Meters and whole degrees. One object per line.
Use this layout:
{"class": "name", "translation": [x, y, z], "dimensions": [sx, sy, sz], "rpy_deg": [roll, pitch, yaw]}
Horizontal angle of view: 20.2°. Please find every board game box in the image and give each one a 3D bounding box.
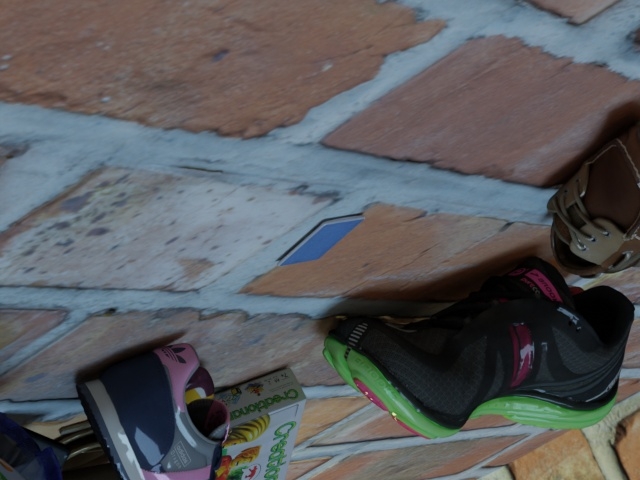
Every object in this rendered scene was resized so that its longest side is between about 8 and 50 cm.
{"class": "board game box", "translation": [-0.131, 0.277, 2.163], "dimensions": [0.193, 0.053, 0.305], "rpy_deg": [-19, 151, -21]}

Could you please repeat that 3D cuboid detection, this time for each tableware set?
{"class": "tableware set", "translation": [-0.303, 0.245, 1.936], "dimensions": [0.194, 0.039, 0.128], "rpy_deg": [-14, 161, -33]}

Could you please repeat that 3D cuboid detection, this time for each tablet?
{"class": "tablet", "translation": [0.000, 0.000, 1.671], "dimensions": [0.054, 0.006, 0.083], "rpy_deg": [-10, 157, -42]}

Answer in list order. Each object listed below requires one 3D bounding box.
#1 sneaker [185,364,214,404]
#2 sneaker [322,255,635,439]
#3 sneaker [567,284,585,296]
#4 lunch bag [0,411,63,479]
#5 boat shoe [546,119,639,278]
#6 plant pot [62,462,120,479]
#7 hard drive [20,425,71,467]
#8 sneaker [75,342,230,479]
{"class": "sneaker", "translation": [-0.137, 0.211, 1.926], "dimensions": [0.069, 0.084, 0.185], "rpy_deg": [-18, 142, -23]}
{"class": "sneaker", "translation": [0.188, 0.108, 2.076], "dimensions": [0.483, 0.185, 0.202], "rpy_deg": [1, 118, -47]}
{"class": "sneaker", "translation": [0.258, 0.120, 2.330], "dimensions": [0.225, 0.088, 0.093], "rpy_deg": [-37, -178, 33]}
{"class": "lunch bag", "translation": [-0.378, 0.287, 1.485], "dimensions": [0.328, 0.239, 0.385], "rpy_deg": [-47, 177, -1]}
{"class": "boat shoe", "translation": [0.297, -0.026, 1.831], "dimensions": [0.116, 0.123, 0.324], "rpy_deg": [-22, 162, -4]}
{"class": "plant pot", "translation": [-0.336, 0.380, 2.005], "dimensions": [0.274, 0.256, 0.256], "rpy_deg": [-1, 156, -18]}
{"class": "hard drive", "translation": [-0.318, 0.250, 1.789], "dimensions": [0.094, 0.022, 0.135], "rpy_deg": [32, 90, -46]}
{"class": "sneaker", "translation": [-0.135, 0.235, 1.836], "dimensions": [0.131, 0.112, 0.319], "rpy_deg": [-30, 135, -11]}
